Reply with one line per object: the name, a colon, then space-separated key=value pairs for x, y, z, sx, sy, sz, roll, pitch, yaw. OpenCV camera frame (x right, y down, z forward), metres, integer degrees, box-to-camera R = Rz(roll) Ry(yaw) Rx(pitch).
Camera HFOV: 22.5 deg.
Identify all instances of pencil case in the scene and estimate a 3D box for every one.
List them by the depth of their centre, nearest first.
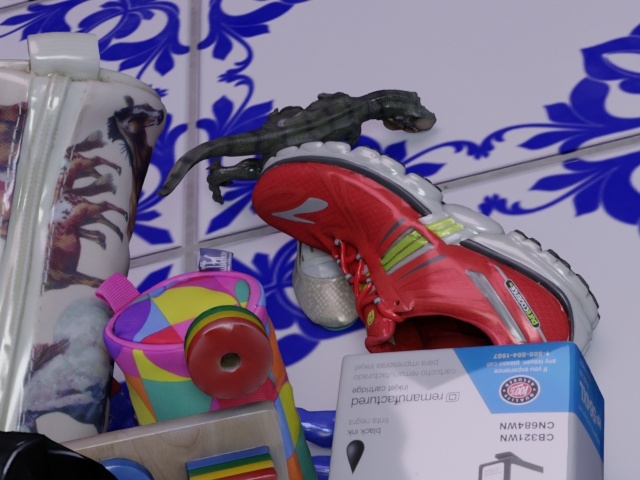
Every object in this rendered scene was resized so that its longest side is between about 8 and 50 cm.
pencil case: x=-0.057 y=0.125 z=0.963 sx=0.104 sy=0.236 sz=0.104 roll=-11 pitch=28 yaw=6
pencil case: x=-0.197 y=0.085 z=0.980 sx=0.183 sy=0.160 sz=0.410 roll=-16 pitch=65 yaw=64

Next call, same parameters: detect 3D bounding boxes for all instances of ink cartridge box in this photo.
ink cartridge box: x=0.082 y=0.169 z=0.925 sx=0.148 sy=0.086 sz=0.203 roll=-5 pitch=57 yaw=19

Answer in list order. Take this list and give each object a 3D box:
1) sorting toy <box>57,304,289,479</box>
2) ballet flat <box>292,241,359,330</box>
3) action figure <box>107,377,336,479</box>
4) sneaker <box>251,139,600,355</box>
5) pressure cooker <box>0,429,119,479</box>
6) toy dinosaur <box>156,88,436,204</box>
sorting toy: x=-0.076 y=0.175 z=0.887 sx=0.132 sy=0.274 sz=0.046 roll=-11 pitch=24 yaw=-7
ballet flat: x=0.000 y=0.000 z=1.244 sx=0.057 sy=0.052 sz=0.168 roll=-14 pitch=38 yaw=4
action figure: x=-0.074 y=0.117 z=1.069 sx=0.280 sy=0.139 sz=0.091 roll=-13 pitch=36 yaw=12
sneaker: x=0.054 y=0.023 z=1.124 sx=0.279 sy=0.107 sz=0.118 roll=26 pitch=66 yaw=26
pressure cooker: x=-0.238 y=0.316 z=0.677 sx=0.420 sy=0.375 sz=0.370 roll=-22 pitch=35 yaw=6
toy dinosaur: x=-0.038 y=-0.079 z=1.325 sx=0.268 sy=0.064 sz=0.118 roll=-21 pitch=2 yaw=-28
